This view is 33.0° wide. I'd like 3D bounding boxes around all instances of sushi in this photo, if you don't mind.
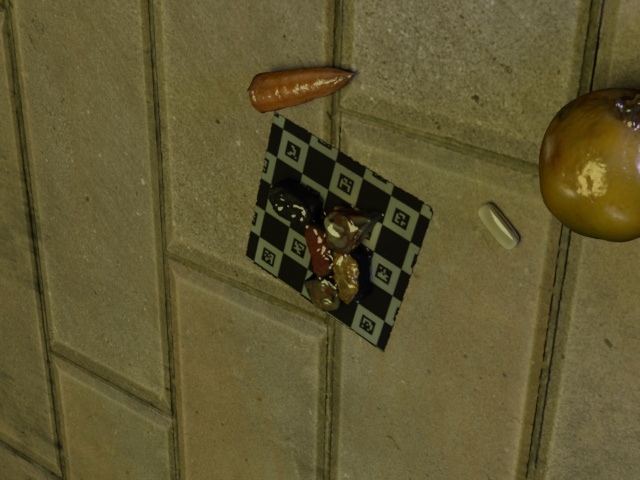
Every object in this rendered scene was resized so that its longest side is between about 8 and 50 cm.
[{"bbox_3d":[0.000,0.000,1.961,0.359,0.064,0.343,34,131,24],"label":"sushi"}]

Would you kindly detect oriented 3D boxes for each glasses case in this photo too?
[{"bbox_3d":[0.285,-0.023,1.730,0.083,0.021,0.032,52,135,7],"label":"glasses case"}]

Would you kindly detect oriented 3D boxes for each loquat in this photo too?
[{"bbox_3d":[0.396,-0.114,1.441,0.213,0.213,0.246,36,152,22],"label":"loquat"}]

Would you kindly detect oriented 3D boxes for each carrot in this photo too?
[{"bbox_3d":[-0.026,-0.267,1.849,0.205,0.072,0.072,-6,108,34],"label":"carrot"}]
